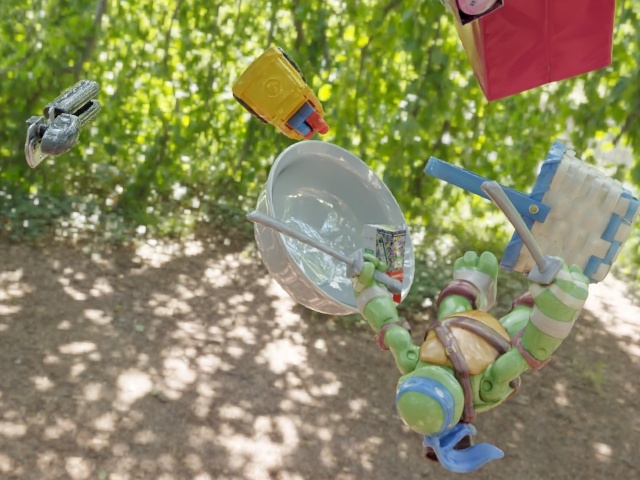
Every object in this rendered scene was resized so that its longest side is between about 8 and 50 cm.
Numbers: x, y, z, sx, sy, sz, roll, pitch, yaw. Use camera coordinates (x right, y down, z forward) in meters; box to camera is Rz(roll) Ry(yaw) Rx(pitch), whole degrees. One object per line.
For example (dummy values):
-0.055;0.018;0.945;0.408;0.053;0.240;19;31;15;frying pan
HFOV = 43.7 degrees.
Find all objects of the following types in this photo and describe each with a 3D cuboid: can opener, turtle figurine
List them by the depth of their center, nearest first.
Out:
0.132;0.034;0.697;0.198;0.274;0.266;-33;-7;31;turtle figurine
-0.445;-0.212;1.439;0.095;0.076;0.283;9;30;6;can opener

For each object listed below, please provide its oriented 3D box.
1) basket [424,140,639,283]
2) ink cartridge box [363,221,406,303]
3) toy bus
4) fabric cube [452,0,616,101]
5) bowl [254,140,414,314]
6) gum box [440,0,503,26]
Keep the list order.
0.304;-0.052;1.171;0.289;0.201;0.255;29;12;16;basket
0.092;0.035;1.185;0.029;0.115;0.063;-9;18;-40;ink cartridge box
-0.063;-0.296;1.765;0.211;0.149;0.220;44;4;13;toy bus
0.391;-0.468;1.508;0.259;0.258;0.254;-16;54;5;fabric cube
0.000;0.000;1.267;0.298;0.297;0.134;-1;-23;-45;bowl
0.155;-0.372;0.971;0.062;0.188;0.107;-27;45;4;gum box
